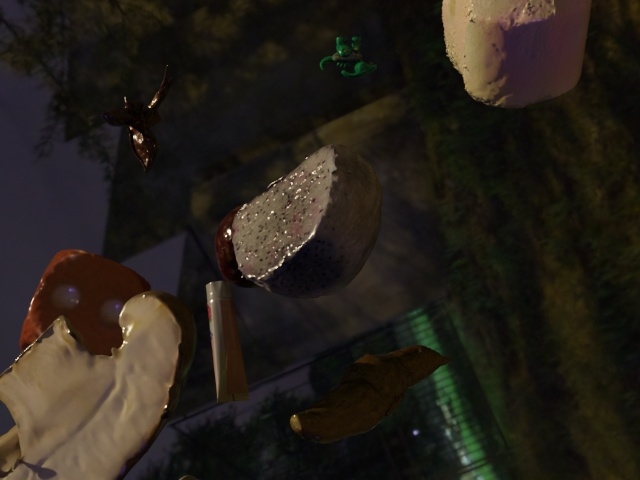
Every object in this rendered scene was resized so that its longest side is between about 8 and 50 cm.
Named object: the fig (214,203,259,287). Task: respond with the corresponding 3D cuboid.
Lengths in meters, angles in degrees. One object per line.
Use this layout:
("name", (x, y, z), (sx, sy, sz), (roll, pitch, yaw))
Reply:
("fig", (-0.126, -0.019, 1.655), (0.274, 0.145, 0.170), (-69, -25, -58))

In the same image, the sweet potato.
("sweet potato", (0.058, 0.148, 0.804), (0.274, 0.067, 0.067), (-16, -100, -52))

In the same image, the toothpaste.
("toothpaste", (-0.153, 0.164, 1.279), (0.067, 0.043, 0.195), (6, -110, -47))

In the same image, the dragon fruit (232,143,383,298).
("dragon fruit", (0.000, 0.000, 1.390), (0.204, 0.283, 0.221), (32, -144, -33))

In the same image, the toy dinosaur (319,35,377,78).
("toy dinosaur", (0.064, -0.424, 1.849), (0.059, 0.132, 0.096), (78, -175, -77))

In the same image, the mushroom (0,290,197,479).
("mushroom", (-0.222, 0.165, 0.793), (0.156, 0.285, 0.151), (48, -174, 9))

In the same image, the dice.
("dice", (-0.391, 0.131, 1.329), (0.174, 0.179, 0.175), (131, 160, -62))

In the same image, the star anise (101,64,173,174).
("star anise", (-0.316, -0.238, 1.500), (0.140, 0.144, 0.158), (57, -156, -37))

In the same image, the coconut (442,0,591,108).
("coconut", (0.373, -0.441, 1.506), (0.297, 0.297, 0.310), (-108, 5, -46))

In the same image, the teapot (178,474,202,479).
("teapot", (-0.132, 0.412, 0.944), (0.163, 0.178, 0.222), (81, -153, -57))
